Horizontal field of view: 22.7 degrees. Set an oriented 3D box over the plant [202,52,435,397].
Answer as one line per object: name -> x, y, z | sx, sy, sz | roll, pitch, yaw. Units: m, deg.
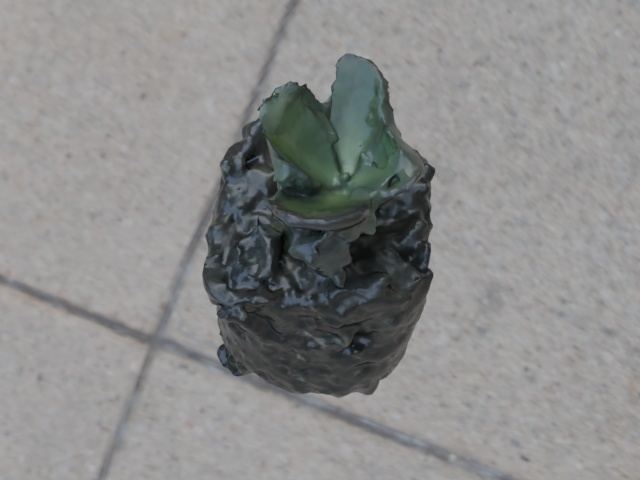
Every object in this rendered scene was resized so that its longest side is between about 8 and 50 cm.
plant -> 0.000, 0.000, 0.920 | 0.131, 0.203, 0.142 | 10, 45, -1
